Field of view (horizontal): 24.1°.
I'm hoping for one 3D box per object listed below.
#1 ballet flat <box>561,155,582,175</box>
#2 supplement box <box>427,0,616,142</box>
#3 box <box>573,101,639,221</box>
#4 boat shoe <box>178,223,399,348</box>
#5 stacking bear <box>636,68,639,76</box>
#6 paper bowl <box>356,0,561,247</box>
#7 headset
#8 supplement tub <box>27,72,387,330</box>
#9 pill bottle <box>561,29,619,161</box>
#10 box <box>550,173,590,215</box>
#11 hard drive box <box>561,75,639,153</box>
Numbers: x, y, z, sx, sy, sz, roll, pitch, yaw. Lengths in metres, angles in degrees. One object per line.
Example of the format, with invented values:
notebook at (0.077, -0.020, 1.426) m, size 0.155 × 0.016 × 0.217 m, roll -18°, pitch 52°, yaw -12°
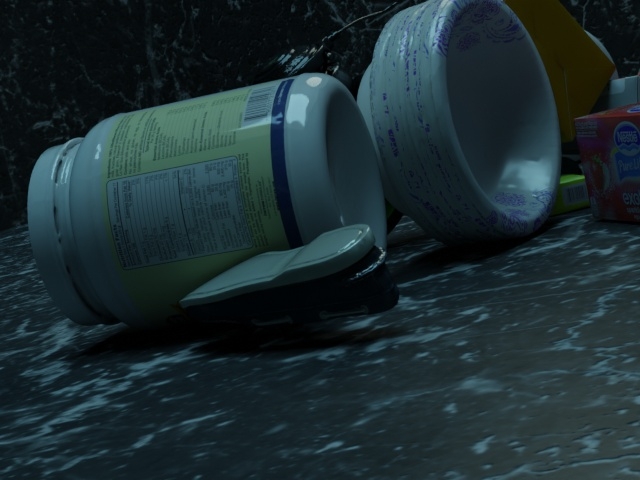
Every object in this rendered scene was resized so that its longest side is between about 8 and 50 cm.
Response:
ballet flat at (0.270, -0.076, 2.028) m, size 0.168 × 0.057 × 0.052 m, roll -10°, pitch -27°, yaw 4°
supplement box at (0.231, -0.227, 1.932) m, size 0.194 × 0.191 × 0.129 m, roll -5°, pitch 46°, yaw 58°
box at (0.389, -0.090, 1.596) m, size 0.128 × 0.123 × 0.257 m, roll -15°, pitch 7°, yaw -14°
boat shoe at (-0.030, 0.050, 1.370) m, size 0.254 × 0.079 × 0.095 m, roll -18°, pitch 17°, yaw 41°
stacking bear at (0.598, -0.254, 2.505) m, size 0.164 × 0.175 × 0.289 m, roll 18°, pitch 2°, yaw 11°
paper bowl at (0.149, -0.131, 1.708) m, size 0.148 × 0.284 × 0.284 m, roll -14°, pitch 5°, yaw 34°
headset at (0.035, -0.167, 1.830) m, size 0.243 × 0.394 × 0.185 m, roll 20°, pitch -6°, yaw -20°
supplement tub at (-0.114, -0.033, 1.564) m, size 0.324 × 0.235 × 0.235 m, roll -10°, pitch 7°, yaw 18°
pill bottle at (0.306, -0.236, 2.544) m, size 0.229 × 0.229 × 0.407 m, roll -15°, pitch 7°, yaw -23°
box at (0.265, -0.056, 1.902) m, size 0.109 × 0.042 × 0.178 m, roll -13°, pitch 7°, yaw -12°
hard drive box at (0.446, -0.159, 1.999) m, size 0.232 × 0.089 × 0.181 m, roll 0°, pitch -1°, yaw -32°
